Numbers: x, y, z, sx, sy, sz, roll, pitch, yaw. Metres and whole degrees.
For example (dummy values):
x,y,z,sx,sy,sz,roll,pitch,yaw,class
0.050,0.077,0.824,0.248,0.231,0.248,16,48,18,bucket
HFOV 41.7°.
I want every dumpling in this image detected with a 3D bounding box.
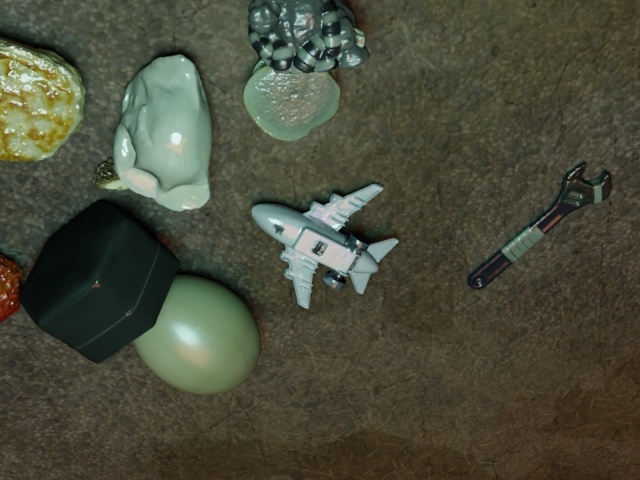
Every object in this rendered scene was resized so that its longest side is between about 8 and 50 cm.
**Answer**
x,y,z,sx,sy,sz,roll,pitch,yaw,class
-0.228,-0.153,1.206,0.151,0.124,0.229,5,108,9,dumpling

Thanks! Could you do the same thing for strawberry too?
x,y,z,sx,sy,sz,roll,pitch,yaw,class
-0.570,0.105,1.346,0.175,0.106,0.236,6,127,-14,strawberry

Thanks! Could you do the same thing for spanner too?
x,y,z,sx,sy,sz,roll,pitch,yaw,class
0.375,-0.019,1.482,0.087,0.024,0.316,33,117,-28,spanner

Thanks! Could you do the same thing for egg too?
x,y,z,sx,sy,sz,roll,pitch,yaw,class
-0.209,0.155,1.402,0.186,0.186,0.242,-38,119,19,egg

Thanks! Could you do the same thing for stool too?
x,y,z,sx,sy,sz,roll,pitch,yaw,class
-0.337,0.061,1.289,0.232,0.232,0.141,-35,127,16,stool

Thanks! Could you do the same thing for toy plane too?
x,y,z,sx,sy,sz,roll,pitch,yaw,class
0.002,0.002,1.377,0.255,0.101,0.251,24,108,-26,toy plane

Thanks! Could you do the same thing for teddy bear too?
x,y,z,sx,sy,sz,roll,pitch,yaw,class
-0.054,-0.328,1.088,0.171,0.144,0.251,-13,127,18,teddy bear

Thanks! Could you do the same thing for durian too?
x,y,z,sx,sy,sz,roll,pitch,yaw,class
-0.282,-0.098,1.277,0.130,0.052,0.066,-6,129,-10,durian

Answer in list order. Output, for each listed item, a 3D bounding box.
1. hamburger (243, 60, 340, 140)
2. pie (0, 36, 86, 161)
x,y,z,sx,sy,sz,roll,pitch,yaw,class
-0.039,-0.216,1.224,0.140,0.062,0.133,-27,123,13,hamburger
-0.426,-0.198,1.152,0.205,0.084,0.179,15,122,-18,pie
